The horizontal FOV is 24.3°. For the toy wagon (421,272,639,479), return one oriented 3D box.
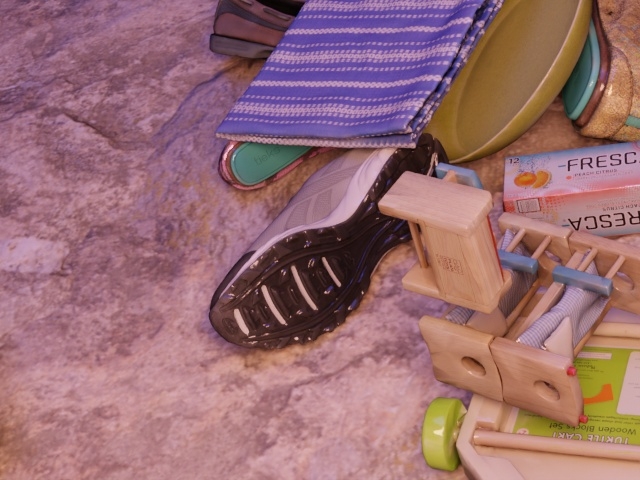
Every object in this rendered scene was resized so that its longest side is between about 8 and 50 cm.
[{"bbox_3d":[0.212,0.142,1.092,0.267,0.068,0.344,2,45,25],"label":"toy wagon"}]

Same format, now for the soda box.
[{"bbox_3d":[0.252,-0.043,1.291,0.183,0.058,0.063,-6,42,15],"label":"soda box"}]

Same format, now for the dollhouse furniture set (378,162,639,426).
[{"bbox_3d":[0.148,0.014,1.064,0.129,0.184,0.129,16,52,35],"label":"dollhouse furniture set"}]

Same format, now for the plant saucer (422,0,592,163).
[{"bbox_3d":[0.179,-0.171,1.396,0.241,0.037,0.241,-47,26,32],"label":"plant saucer"}]

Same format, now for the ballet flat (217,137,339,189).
[{"bbox_3d":[-0.007,-0.120,1.482,0.221,0.077,0.079,-28,21,-9],"label":"ballet flat"}]

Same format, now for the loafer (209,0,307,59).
[{"bbox_3d":[-0.006,-0.226,1.560,0.267,0.084,0.096,10,12,33],"label":"loafer"}]

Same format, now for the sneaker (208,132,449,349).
[{"bbox_3d":[0.000,0.000,1.330,0.271,0.100,0.108,-41,30,-28],"label":"sneaker"}]

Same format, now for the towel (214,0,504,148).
[{"bbox_3d":[0.064,-0.221,1.428,0.243,0.040,0.336,5,52,41],"label":"towel"}]

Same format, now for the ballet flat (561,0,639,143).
[{"bbox_3d":[0.280,-0.215,1.442,0.123,0.123,0.348,-12,42,10],"label":"ballet flat"}]
